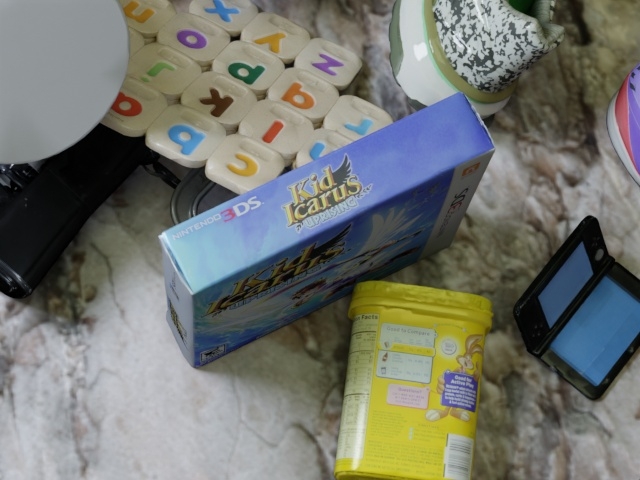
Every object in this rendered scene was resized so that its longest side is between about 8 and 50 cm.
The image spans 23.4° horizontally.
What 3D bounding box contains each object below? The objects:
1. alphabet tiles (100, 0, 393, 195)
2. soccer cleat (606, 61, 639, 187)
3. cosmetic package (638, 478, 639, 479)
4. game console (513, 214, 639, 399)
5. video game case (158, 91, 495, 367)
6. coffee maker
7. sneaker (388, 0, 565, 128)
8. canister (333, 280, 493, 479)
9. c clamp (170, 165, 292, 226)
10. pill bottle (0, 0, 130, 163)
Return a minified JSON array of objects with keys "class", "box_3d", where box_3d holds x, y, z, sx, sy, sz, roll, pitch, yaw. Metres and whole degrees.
[{"class":"alphabet tiles","box_3d":[-0.079,-0.137,1.383,0.284,0.021,0.278,28,37,4]},{"class":"soccer cleat","box_3d":[0.366,-0.028,1.392,0.108,0.116,0.318,-24,73,-12]},{"class":"cosmetic package","box_3d":[0.330,0.348,1.258,0.160,0.113,0.309,-41,76,-16]},{"class":"game console","box_3d":[0.242,0.059,1.381,0.071,0.107,0.122,27,67,36]},{"class":"video game case","box_3d":[0.000,0.000,1.292,0.269,0.244,0.061,-26,74,-12]},{"class":"coffee maker","box_3d":[-0.234,-0.036,1.358,0.171,0.120,0.178,35,72,7]},{"class":"sneaker","box_3d":[0.174,-0.313,1.430,0.158,0.182,0.411,11,71,-35]},{"class":"canister","box_3d":[0.079,0.130,1.342,0.126,0.073,0.170,8,71,-1]},{"class":"c clamp","box_3d":[-0.051,-0.037,1.394,0.160,0.022,0.137,-43,97,-20]},{"class":"pill bottle","box_3d":[-0.315,-0.217,1.294,0.210,0.210,0.363,-33,44,-14]}]
